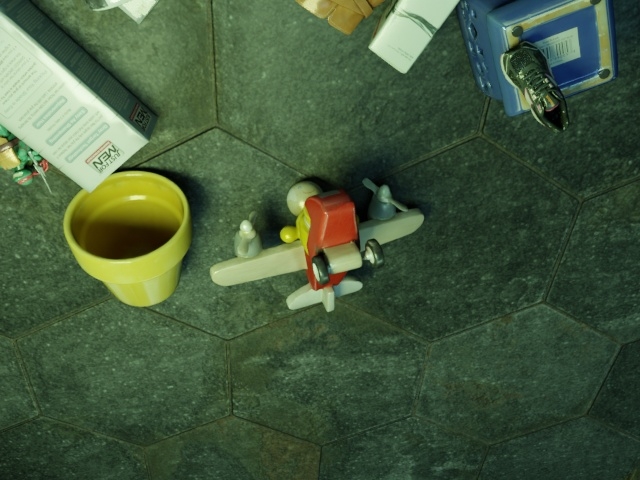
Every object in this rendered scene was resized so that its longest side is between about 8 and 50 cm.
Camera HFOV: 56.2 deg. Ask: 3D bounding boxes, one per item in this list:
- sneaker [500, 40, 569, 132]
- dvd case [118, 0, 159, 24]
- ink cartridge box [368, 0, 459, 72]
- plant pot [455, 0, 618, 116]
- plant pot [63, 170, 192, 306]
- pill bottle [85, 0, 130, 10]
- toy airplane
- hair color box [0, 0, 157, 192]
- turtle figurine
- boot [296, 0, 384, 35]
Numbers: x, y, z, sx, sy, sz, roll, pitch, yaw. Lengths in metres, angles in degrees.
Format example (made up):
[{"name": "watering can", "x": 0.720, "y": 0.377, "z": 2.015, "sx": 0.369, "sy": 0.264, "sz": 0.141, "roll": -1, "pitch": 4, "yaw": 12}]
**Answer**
[{"name": "sneaker", "x": 0.369, "y": -0.251, "z": 0.995, "sx": 0.072, "sy": 0.077, "sz": 0.178, "roll": -38, "pitch": 120, "yaw": 21}, {"name": "dvd case", "x": -0.360, "y": -0.524, "z": 1.038, "sx": 0.179, "sy": 0.030, "sz": 0.238, "roll": -39, "pitch": 120, "yaw": 23}, {"name": "ink cartridge box", "x": 0.180, "y": -0.422, "z": 1.055, "sx": 0.086, "sy": 0.153, "sz": 0.208, "roll": 30, "pitch": 127, "yaw": -10}, {"name": "plant pot", "x": 0.395, "y": -0.375, "z": 1.084, "sx": 0.235, "sy": 0.212, "sz": 0.236, "roll": -19, "pitch": 127, "yaw": 10}, {"name": "plant pot", "x": -0.406, "y": 0.015, "z": 1.327, "sx": 0.253, "sy": 0.254, "sz": 0.239, "roll": 1, "pitch": 143, "yaw": -4}, {"name": "pill bottle", "x": -0.368, "y": -0.508, "z": 0.950, "sx": 0.130, "sy": 0.130, "sz": 0.246, "roll": -16, "pitch": 126, "yaw": 8}, {"name": "toy airplane", "x": 0.000, "y": 0.000, "z": 1.347, "sx": 0.384, "sy": 0.273, "sz": 0.386, "roll": -31, "pitch": 160, "yaw": 31}, {"name": "hair color box", "x": -0.524, "y": -0.288, "z": 1.155, "sx": 0.185, "sy": 0.114, "sz": 0.374, "roll": -34, "pitch": 121, "yaw": 21}, {"name": "turtle figurine", "x": -0.654, "y": -0.184, "z": 1.224, "sx": 0.175, "sy": 0.118, "sz": 0.234, "roll": -26, "pitch": 111, "yaw": 4}, {"name": "boot", "x": 0.019, "y": -0.513, "z": 1.038, "sx": 0.283, "sy": 0.109, "sz": 0.220, "roll": 27, "pitch": 125, "yaw": -30}]
